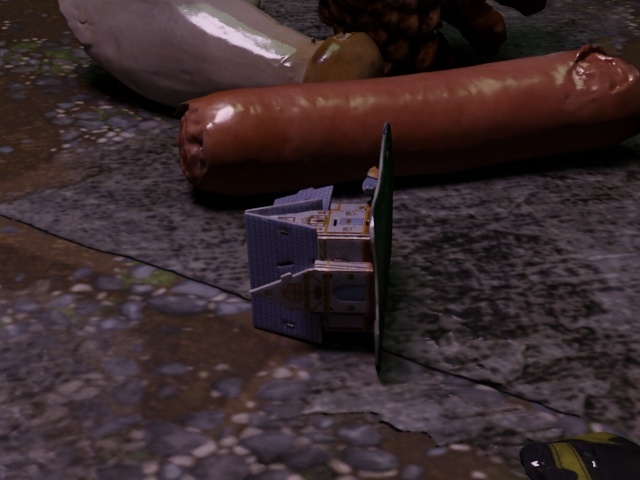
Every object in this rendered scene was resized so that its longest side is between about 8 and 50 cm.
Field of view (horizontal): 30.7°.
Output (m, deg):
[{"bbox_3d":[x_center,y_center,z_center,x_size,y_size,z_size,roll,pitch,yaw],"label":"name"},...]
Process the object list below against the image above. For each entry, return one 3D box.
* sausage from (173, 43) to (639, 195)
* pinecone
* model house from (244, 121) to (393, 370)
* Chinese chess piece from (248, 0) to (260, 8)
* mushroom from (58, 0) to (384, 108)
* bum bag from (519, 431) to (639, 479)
[{"bbox_3d":[0.088,-0.101,0.976,0.418,0.094,0.094,-9,7,-16],"label":"sausage"},{"bbox_3d":[0.125,-0.292,1.181,0.264,0.264,0.264,1,27,-1],"label":"pinecone"},{"bbox_3d":[0.000,0.000,0.758,0.088,0.117,0.167,1,30,7],"label":"model house"},{"bbox_3d":[-0.113,-0.285,1.391,0.084,0.034,0.084,1,28,0],"label":"Chinese chess piece"},{"bbox_3d":[-0.104,-0.184,1.093,0.350,0.128,0.128,19,32,22],"label":"mushroom"},{"bbox_3d":[0.150,0.157,0.512,0.106,0.060,0.232,10,29,-3],"label":"bum bag"}]
